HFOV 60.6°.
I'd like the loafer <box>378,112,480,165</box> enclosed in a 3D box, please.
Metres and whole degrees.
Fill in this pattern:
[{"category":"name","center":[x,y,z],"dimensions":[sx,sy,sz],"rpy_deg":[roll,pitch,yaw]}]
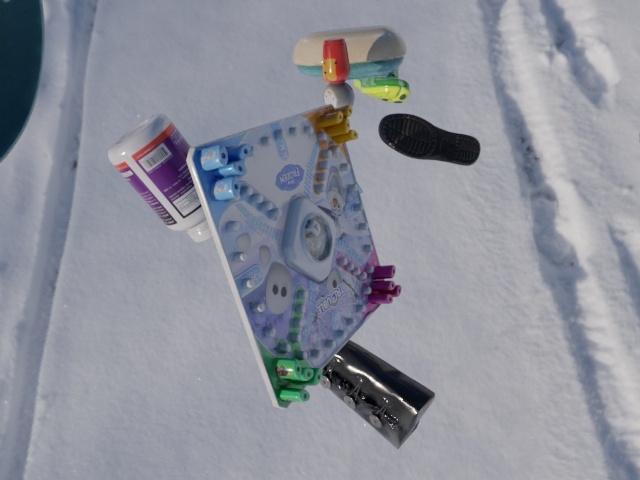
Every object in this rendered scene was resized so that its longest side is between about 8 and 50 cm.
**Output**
[{"category":"loafer","center":[0.353,-0.328,1.850],"dimensions":[0.366,0.130,0.133],"rpy_deg":[16,96,-16]}]

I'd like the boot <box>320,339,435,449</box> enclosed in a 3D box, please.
[{"category":"boot","center":[0.061,0.402,1.508],"dimensions":[0.445,0.367,0.146],"rpy_deg":[30,53,17]}]

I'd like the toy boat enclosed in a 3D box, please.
[{"category":"toy boat","center":[0.055,-0.388,1.224],"dimensions":[0.268,0.148,0.318],"rpy_deg":[0,26,13]}]

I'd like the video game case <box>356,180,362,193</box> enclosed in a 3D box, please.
[{"category":"video game case","center":[0.037,-0.167,1.781],"dimensions":[0.166,0.119,0.015],"rpy_deg":[-28,17,14]}]

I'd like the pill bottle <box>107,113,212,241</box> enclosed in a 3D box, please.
[{"category":"pill bottle","center":[-0.380,-0.153,1.426],"dimensions":[0.182,0.323,0.181],"rpy_deg":[-27,28,16]}]

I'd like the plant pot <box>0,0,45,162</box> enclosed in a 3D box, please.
[{"category":"plant pot","center":[-0.409,-0.197,0.464],"dimensions":[0.196,0.290,0.290],"rpy_deg":[9,63,4]}]

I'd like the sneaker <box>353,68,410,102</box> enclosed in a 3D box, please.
[{"category":"sneaker","center":[0.164,-0.454,1.499],"dimensions":[0.110,0.123,0.295],"rpy_deg":[10,22,-20]}]

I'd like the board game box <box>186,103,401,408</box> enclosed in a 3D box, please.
[{"category":"board game box","center":[-0.004,-0.004,0.877],"dimensions":[0.050,0.389,0.390],"rpy_deg":[-8,16,34]}]
